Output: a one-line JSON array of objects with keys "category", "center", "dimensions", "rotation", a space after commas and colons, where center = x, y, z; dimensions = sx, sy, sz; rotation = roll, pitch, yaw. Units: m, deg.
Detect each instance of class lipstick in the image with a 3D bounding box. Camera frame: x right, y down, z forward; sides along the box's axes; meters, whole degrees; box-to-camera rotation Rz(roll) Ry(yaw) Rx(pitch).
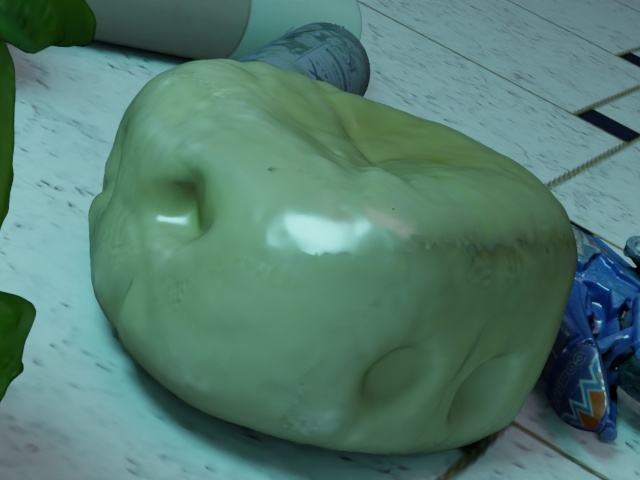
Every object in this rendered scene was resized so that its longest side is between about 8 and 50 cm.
[{"category": "lipstick", "center": [-0.092, -0.155, 0.988], "dimensions": [0.254, 0.070, 0.070], "rotation": [6, 27, -37]}]

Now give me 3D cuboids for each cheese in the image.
[{"category": "cheese", "center": [0.000, 0.000, 0.658], "dimensions": [0.218, 0.117, 0.235], "rotation": [27, 18, 14]}]

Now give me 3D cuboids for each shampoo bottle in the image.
[{"category": "shampoo bottle", "center": [-0.025, -0.082, 0.892], "dimensions": [0.072, 0.072, 0.214], "rotation": [26, 22, 7]}]

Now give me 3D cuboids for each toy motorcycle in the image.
[{"category": "toy motorcycle", "center": [0.118, 0.027, 0.782], "dimensions": [0.114, 0.076, 0.205], "rotation": [-3, 34, -32]}]

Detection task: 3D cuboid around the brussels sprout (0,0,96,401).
[{"category": "brussels sprout", "center": [-0.190, -0.038, 0.358], "dimensions": [0.227, 0.294, 0.259], "rotation": [-3, 26, 27]}]
